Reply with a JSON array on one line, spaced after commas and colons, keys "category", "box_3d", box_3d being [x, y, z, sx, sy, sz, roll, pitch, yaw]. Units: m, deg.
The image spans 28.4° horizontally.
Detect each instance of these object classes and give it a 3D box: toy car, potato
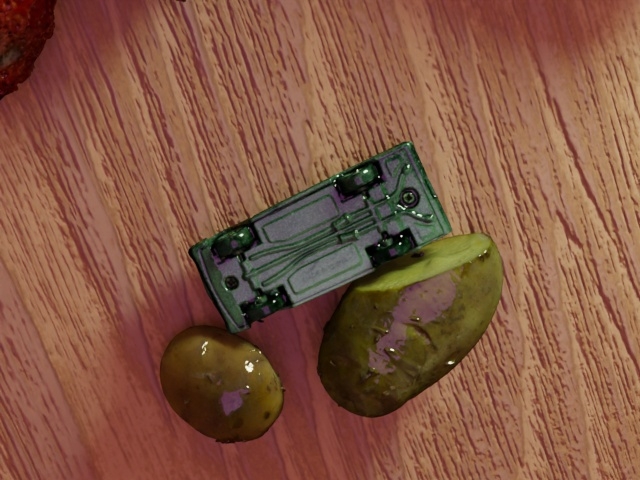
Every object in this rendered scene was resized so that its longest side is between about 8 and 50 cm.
[{"category": "toy car", "box_3d": [0.000, 0.000, 1.637, 0.320, 0.097, 0.141, -25, 99, 4]}, {"category": "potato", "box_3d": [0.118, 0.102, 1.659, 0.298, 0.141, 0.176, -46, 116, 1]}, {"category": "potato", "box_3d": [-0.129, 0.191, 1.672, 0.176, 0.137, 0.137, 29, 101, -8]}]

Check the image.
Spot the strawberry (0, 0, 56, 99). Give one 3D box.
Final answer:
[{"category": "strawberry", "box_3d": [-0.438, -0.284, 1.473, 0.274, 0.220, 0.274, -1, 103, -7]}]
